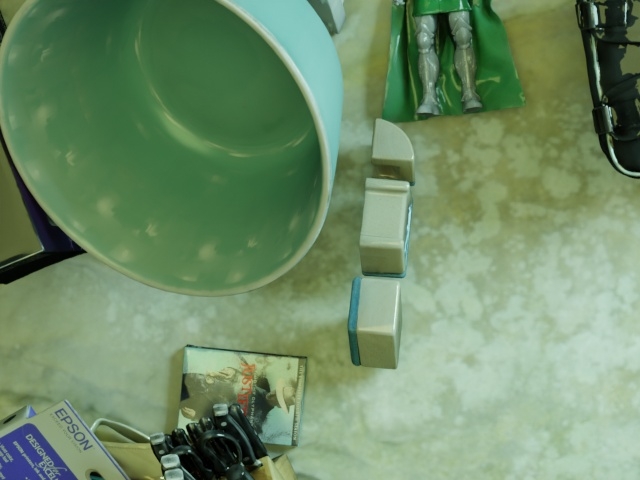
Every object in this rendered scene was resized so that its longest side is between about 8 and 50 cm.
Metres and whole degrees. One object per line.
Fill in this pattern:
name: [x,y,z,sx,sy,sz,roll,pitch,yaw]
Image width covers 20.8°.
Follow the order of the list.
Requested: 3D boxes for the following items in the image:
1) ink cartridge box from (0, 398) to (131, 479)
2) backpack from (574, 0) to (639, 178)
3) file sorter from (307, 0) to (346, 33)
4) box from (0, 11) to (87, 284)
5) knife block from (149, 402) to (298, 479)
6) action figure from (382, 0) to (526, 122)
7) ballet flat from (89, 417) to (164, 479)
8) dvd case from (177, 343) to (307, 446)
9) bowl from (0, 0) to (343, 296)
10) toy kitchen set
ink cartridge box: [-0.252,0.257,1.619,0.208,0.045,0.206,-28,109,19]
backpack: [0.364,-0.170,1.541,0.253,0.191,0.225,-9,92,13]
file sorter: [-0.075,-0.337,1.585,0.277,0.193,0.173,27,89,5]
box: [-0.320,-0.094,1.610,0.103,0.184,0.261,-21,88,3]
knife block: [-0.057,0.279,1.557,0.088,0.242,0.276,-24,88,6]
action figure: [0.111,-0.233,1.633,0.137,0.063,0.232,-6,86,9]
ballet flat: [-0.238,0.203,1.669,0.232,0.080,0.073,12,63,3]
dvd case: [-0.075,0.149,1.673,0.119,0.013,0.087,6,91,5]
bowl: [-0.105,-0.123,1.497,0.311,0.163,0.311,13,126,18]
toy kitchen set: [0.000,0.000,1.633,0.166,0.122,0.207,5,71,6]
